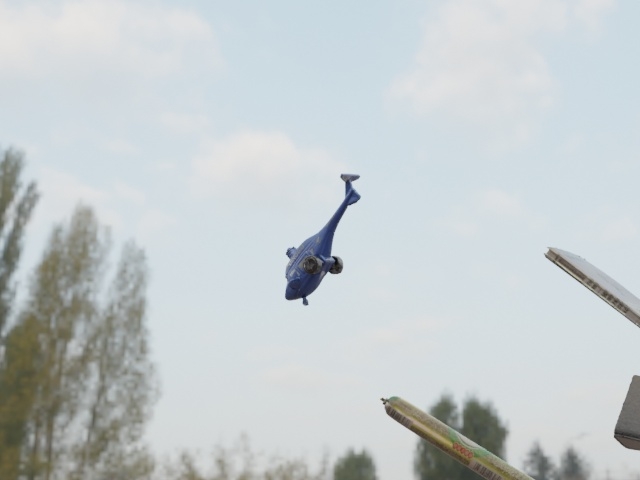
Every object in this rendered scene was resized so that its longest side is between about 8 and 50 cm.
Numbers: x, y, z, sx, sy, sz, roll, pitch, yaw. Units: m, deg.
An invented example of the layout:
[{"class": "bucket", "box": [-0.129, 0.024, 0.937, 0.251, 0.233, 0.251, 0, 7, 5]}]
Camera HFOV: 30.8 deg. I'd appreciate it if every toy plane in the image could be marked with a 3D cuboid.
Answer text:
[{"class": "toy plane", "box": [0.000, 0.000, 1.311, 0.054, 0.062, 0.167, 2, -55, -54]}]

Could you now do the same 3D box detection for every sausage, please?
[{"class": "sausage", "box": [0.193, 0.277, 1.521, 0.269, 0.033, 0.033, 31, -15, 11]}]

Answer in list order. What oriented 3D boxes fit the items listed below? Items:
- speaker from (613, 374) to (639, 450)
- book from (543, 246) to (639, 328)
[{"class": "speaker", "box": [0.440, 0.210, 1.298, 0.218, 0.082, 0.044, 6, -26, 46]}, {"class": "book", "box": [0.315, 0.068, 1.175, 0.182, 0.014, 0.127, 41, 14, 27]}]
